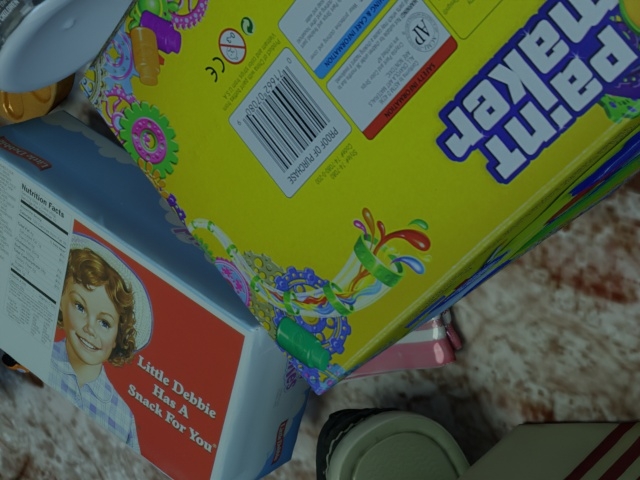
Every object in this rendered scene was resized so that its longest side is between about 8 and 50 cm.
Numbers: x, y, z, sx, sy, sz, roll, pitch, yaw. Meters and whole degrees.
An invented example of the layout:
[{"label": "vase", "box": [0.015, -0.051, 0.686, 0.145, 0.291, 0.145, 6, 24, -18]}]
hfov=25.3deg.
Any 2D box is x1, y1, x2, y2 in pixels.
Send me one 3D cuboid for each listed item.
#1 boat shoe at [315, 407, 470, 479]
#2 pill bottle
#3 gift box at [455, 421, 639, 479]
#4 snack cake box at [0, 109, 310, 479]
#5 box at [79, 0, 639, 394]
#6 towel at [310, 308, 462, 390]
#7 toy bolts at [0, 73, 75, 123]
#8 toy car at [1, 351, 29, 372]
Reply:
[{"label": "boat shoe", "box": [0.071, 0.259, 0.934, 0.340, 0.127, 0.113, 66, 164, -16]}, {"label": "pill bottle", "box": [-0.232, -0.227, 0.935, 0.245, 0.130, 0.130, 51, 133, 9]}, {"label": "gift box", "box": [0.169, 0.236, 0.734, 0.276, 0.258, 0.255, -12, 103, 44]}, {"label": "snack cake box", "box": [-0.128, 0.040, 0.968, 0.264, 0.089, 0.152, 33, 124, 26]}, {"label": "box", "box": [0.102, -0.123, 0.602, 0.177, 0.279, 0.290, 52, 134, 8]}, {"label": "towel", "box": [0.000, 0.000, 0.921, 0.144, 0.029, 0.197, -16, 100, 42]}, {"label": "toy bolts", "box": [-0.314, -0.157, 1.017, 0.218, 0.158, 0.228, -2, 109, 41]}, {"label": "toy car", "box": [-0.198, 0.082, 1.111, 0.122, 0.060, 0.040, -7, 137, 48]}]
